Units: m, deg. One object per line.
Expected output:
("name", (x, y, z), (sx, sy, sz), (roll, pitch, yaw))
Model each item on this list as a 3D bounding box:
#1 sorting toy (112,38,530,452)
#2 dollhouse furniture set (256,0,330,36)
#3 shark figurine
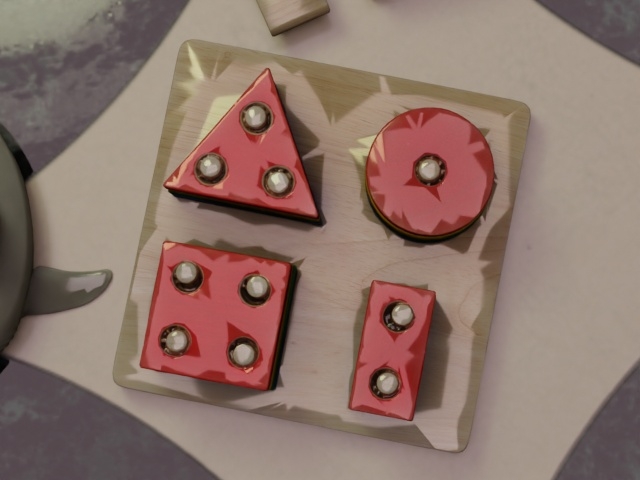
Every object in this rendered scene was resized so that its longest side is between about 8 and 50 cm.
("sorting toy", (0.000, 0.000, 1.235), (0.257, 0.089, 0.255), (11, 86, 4))
("dollhouse furniture set", (0.060, -0.361, 1.222), (0.356, 0.174, 0.303), (-26, 84, 0))
("shark figurine", (-0.249, -0.030, 1.239), (0.166, 0.116, 0.278), (-14, 87, 0))
